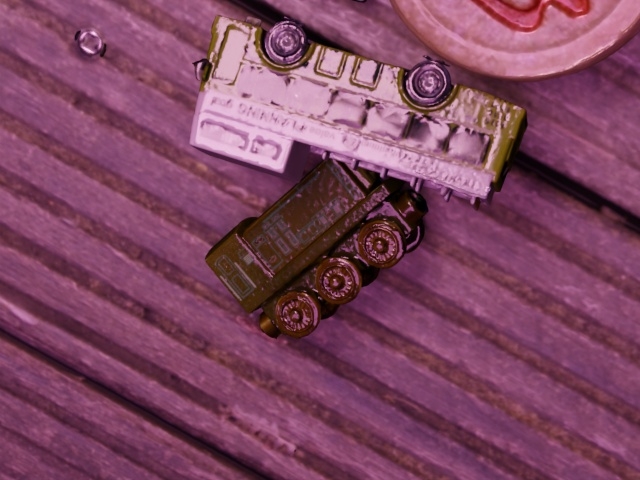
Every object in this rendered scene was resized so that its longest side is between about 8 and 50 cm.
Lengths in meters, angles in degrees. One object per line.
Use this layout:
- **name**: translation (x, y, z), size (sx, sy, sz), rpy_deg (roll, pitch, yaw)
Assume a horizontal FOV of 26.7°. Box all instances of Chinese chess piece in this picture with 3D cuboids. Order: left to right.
- **Chinese chess piece**: translation (0.179, -0.273, 1.174), size (0.270, 0.112, 0.270), rpy_deg (5, 115, 12)

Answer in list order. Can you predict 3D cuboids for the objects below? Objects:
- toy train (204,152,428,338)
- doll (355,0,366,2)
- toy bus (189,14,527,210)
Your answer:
- **toy train**: translation (0.000, 0.000, 1.363), size (0.225, 0.090, 0.137), rpy_deg (-41, 88, 22)
- **doll**: translation (-0.046, -0.287, 1.253), size (0.219, 0.067, 0.091), rpy_deg (16, 116, 6)
- **toy bus**: translation (0.033, -0.111, 1.252), size (0.302, 0.113, 0.139), rpy_deg (17, 90, 11)
